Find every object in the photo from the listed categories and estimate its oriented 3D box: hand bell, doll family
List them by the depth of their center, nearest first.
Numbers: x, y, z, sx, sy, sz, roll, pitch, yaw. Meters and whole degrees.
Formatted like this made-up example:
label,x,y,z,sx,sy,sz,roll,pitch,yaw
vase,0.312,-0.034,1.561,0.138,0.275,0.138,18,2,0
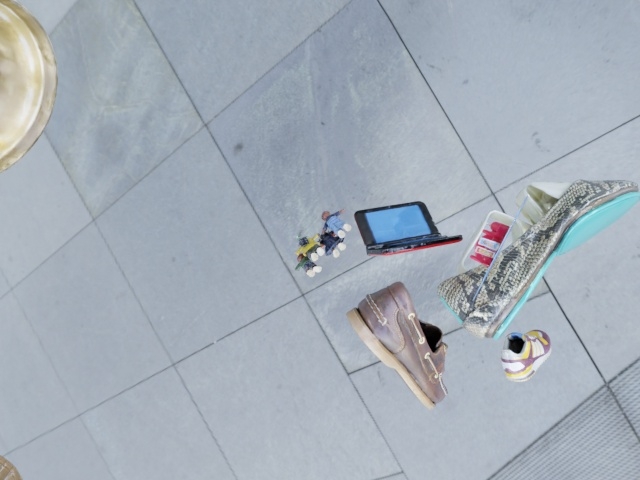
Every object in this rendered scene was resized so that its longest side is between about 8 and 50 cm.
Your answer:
label,x,y,z,sx,sy,sz,roll,pitch,yaw
hand bell,-0.316,-0.142,0.269,0.242,0.126,0.126,27,109,3
doll family,0.000,0.000,1.095,0.193,0.111,0.076,-37,120,-6

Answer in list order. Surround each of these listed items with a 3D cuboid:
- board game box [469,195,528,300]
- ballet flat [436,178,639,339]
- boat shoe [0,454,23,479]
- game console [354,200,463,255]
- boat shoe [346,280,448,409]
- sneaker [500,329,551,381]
label,x,y,z,sx,sy,sz,roll,pitch,yaw
board game box,0.247,0.005,0.629,0.033,0.133,0.168,28,148,21
ballet flat,0.417,-0.012,0.849,0.483,0.164,0.182,-36,60,-17
boat shoe,-0.453,0.370,0.589,0.090,0.104,0.285,1,123,35
game console,0.147,-0.025,0.742,0.144,0.124,0.085,-10,90,-13
boat shoe,0.108,0.124,0.488,0.073,0.207,0.073,-37,40,1
sneaker,0.457,0.231,0.960,0.070,0.186,0.083,-9,104,44
